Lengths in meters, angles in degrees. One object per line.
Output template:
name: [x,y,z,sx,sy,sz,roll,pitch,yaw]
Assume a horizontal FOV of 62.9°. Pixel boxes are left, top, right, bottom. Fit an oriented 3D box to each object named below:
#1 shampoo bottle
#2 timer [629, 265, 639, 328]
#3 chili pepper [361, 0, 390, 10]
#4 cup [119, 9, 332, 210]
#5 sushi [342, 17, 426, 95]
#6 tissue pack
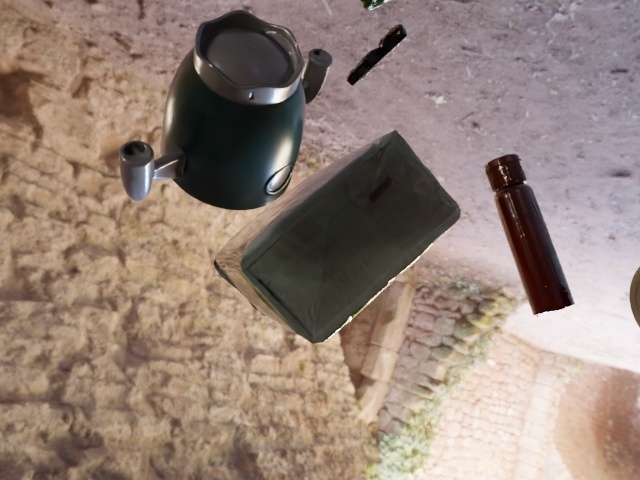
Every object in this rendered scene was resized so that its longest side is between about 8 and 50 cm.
shampoo bottle: [0.401,-0.012,1.013,0.076,0.314,0.118,-24,164,34]
timer: [0.745,0.105,0.967,0.266,0.175,0.175,-3,174,-15]
chili pepper: [0.119,-0.375,0.692,0.050,0.073,0.182,58,146,-2]
cup: [-0.091,-0.147,0.578,0.167,0.300,0.173,43,147,10]
sushi: [0.108,-0.348,0.965,0.031,0.201,0.139,48,-166,-8]
tissue pack: [0.000,0.000,0.953,0.205,0.332,0.405,50,166,-11]
